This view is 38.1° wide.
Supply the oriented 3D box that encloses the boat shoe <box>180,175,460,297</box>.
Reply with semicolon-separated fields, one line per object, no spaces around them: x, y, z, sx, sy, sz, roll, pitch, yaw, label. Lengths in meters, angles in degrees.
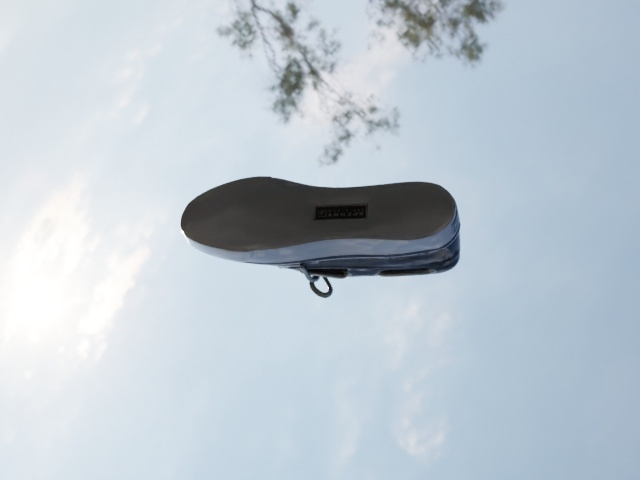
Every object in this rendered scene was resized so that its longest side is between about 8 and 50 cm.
0.001;-0.003;1.020;0.306;0.105;0.113;-4;-131;10;boat shoe
